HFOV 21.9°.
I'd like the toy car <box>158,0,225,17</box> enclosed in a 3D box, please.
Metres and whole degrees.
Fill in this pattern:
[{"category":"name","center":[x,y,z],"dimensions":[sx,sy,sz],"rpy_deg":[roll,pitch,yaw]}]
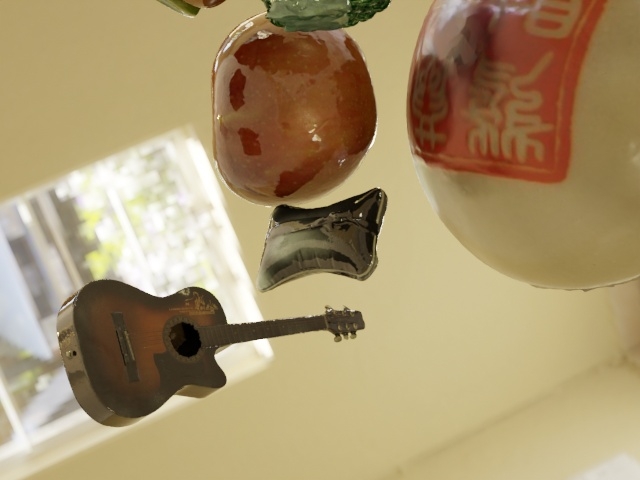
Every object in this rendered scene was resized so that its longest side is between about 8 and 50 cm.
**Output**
[{"category":"toy car","center":[-0.147,-0.306,1.452],"dimensions":[0.235,0.145,0.235],"rpy_deg":[30,179,0]}]

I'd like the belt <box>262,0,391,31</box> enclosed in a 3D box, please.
[{"category":"belt","center":[0.008,-0.253,1.467],"dimensions":[0.121,0.151,0.079],"rpy_deg":[61,175,9]}]

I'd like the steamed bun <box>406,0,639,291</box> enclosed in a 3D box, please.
[{"category":"steamed bun","center":[0.220,-0.147,1.543],"dimensions":[0.374,0.241,0.374],"rpy_deg":[-34,47,45]}]

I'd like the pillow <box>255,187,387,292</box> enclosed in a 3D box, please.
[{"category":"pillow","center":[0.001,0.001,1.527],"dimensions":[0.135,0.055,0.091],"rpy_deg":[-12,81,35]}]

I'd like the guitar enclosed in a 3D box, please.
[{"category":"guitar","center":[-0.061,0.062,1.053],"dimensions":[0.025,0.233,0.088],"rpy_deg":[-32,70,46]}]

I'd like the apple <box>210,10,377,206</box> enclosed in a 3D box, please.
[{"category":"apple","center":[-0.023,-0.127,1.612],"dimensions":[0.201,0.162,0.201],"rpy_deg":[-1,-90,-85]}]
